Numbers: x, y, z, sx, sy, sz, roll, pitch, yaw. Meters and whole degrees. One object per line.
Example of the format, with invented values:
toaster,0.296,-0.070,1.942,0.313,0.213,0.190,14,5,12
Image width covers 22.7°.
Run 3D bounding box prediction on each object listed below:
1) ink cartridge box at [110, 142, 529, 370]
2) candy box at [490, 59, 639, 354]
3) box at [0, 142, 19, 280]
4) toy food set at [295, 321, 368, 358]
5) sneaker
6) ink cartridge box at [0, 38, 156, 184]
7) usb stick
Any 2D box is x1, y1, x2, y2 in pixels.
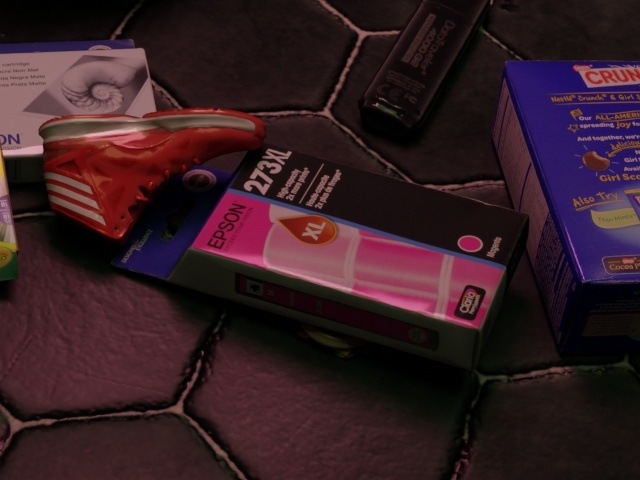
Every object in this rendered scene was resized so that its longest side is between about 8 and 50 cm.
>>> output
ink cartridge box,0.000,0.000,1.535,0.371,0.069,0.175,14,44,14
candy box,0.338,-0.043,1.623,0.268,0.122,0.317,-1,48,-11
box,-0.348,-0.036,1.511,0.105,0.043,0.179,-7,67,-16
toy food set,0.016,0.074,1.519,0.083,0.020,0.082,34,50,20
sneaker,-0.161,-0.059,1.559,0.221,0.087,0.128,-3,85,-2
ink cartridge box,-0.286,-0.151,1.660,0.223,0.045,0.224,-4,47,-14
usb stick,0.120,-0.213,1.799,0.077,0.045,0.278,26,47,5
